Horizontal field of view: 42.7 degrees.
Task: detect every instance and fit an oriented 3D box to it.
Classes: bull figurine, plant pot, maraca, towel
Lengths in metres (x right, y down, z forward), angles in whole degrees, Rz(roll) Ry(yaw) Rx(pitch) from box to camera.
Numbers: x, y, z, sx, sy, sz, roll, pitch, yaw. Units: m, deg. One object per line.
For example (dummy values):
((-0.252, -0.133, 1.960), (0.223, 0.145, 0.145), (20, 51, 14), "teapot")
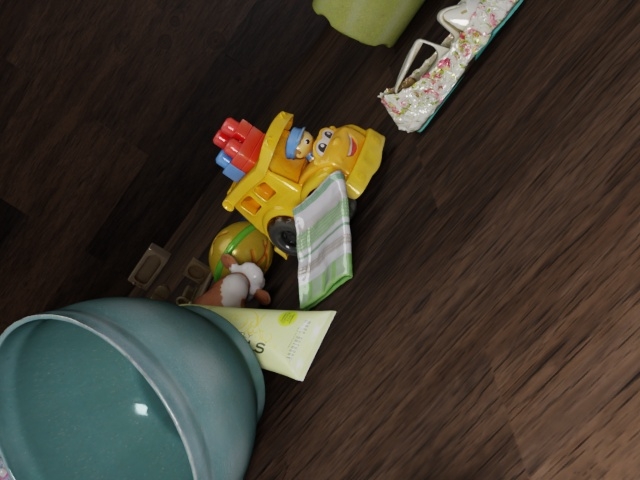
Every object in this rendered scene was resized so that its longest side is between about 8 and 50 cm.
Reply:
((-0.162, 0.154, 1.176), (0.188, 0.101, 0.310), (-53, 13, 26), "bull figurine")
((-0.182, 0.183, 0.885), (0.293, 0.293, 0.196), (-46, -11, 35), "plant pot")
((0.115, -0.512, 1.525), (0.276, 0.276, 0.254), (-80, 16, -60), "plant pot")
((-0.127, 0.025, 1.381), (0.127, 0.099, 0.185), (-53, -12, 4), "maraca")
((0.000, 0.000, 1.029), (0.113, 0.023, 0.152), (-43, 41, 46), "towel")

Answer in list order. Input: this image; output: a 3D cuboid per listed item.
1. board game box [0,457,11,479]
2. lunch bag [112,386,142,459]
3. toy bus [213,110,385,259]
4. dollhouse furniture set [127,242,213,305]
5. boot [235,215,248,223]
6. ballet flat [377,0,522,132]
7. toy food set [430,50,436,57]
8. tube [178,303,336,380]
((-0.441, 0.317, 1.351), (0.390, 0.050, 0.390), (8, 64, 48), "board game box")
((-0.271, 0.266, 1.062), (0.176, 0.090, 0.219), (-11, 72, 50), "lunch bag")
((-0.047, -0.108, 1.163), (0.220, 0.211, 0.149), (-38, 21, 48), "toy bus")
((-0.345, 0.105, 1.811), (0.144, 0.151, 0.123), (-49, 15, 32), "dollhouse furniture set")
((-0.160, -0.001, 1.594), (0.086, 0.069, 0.190), (-54, 12, 18), "boot")
((0.164, -0.246, 1.046), (0.241, 0.077, 0.091), (-53, 13, 10), "ballet flat")
((0.178, -0.265, 1.160), (0.083, 0.020, 0.082), (-40, 20, 46), "toy food set")
((-0.090, 0.113, 0.991), (0.240, 0.062, 0.070), (3, 95, 41), "tube")
